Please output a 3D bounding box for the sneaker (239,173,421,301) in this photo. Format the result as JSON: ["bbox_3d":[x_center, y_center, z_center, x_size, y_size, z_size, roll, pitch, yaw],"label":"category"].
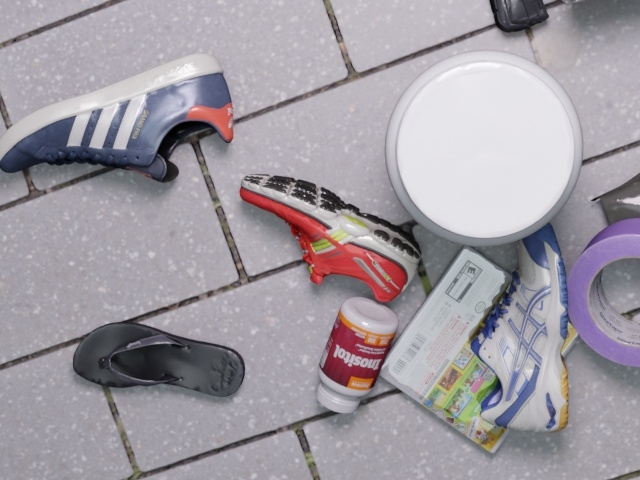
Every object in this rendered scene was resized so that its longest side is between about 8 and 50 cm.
[{"bbox_3d":[0.000,0.000,1.694,0.279,0.107,0.118,28,107,5],"label":"sneaker"}]

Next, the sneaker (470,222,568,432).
[{"bbox_3d":[0.268,0.120,1.639,0.131,0.112,0.297,-1,98,8],"label":"sneaker"}]

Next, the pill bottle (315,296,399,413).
[{"bbox_3d":[0.047,0.163,1.701,0.086,0.086,0.152,21,112,4],"label":"pill bottle"}]

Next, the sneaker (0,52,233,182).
[{"bbox_3d":[-0.284,-0.135,1.693,0.350,0.131,0.148,-20,88,7],"label":"sneaker"}]

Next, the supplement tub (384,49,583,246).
[{"bbox_3d":[0.205,-0.117,1.542,0.241,0.331,0.241,1,95,6],"label":"supplement tub"}]

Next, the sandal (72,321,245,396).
[{"bbox_3d":[-0.237,0.173,1.755,0.254,0.054,0.097,4,96,6],"label":"sandal"}]

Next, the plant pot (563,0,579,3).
[{"bbox_3d":[0.384,-0.413,1.579,0.188,0.167,0.188,-11,95,8],"label":"plant pot"}]

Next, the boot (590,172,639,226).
[{"bbox_3d":[0.476,-0.007,1.662,0.137,0.077,0.198,-28,80,14],"label":"boot"}]

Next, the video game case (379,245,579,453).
[{"bbox_3d":[0.225,0.154,1.720,0.206,0.026,0.227,35,97,2],"label":"video game case"}]

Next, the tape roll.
[{"bbox_3d":[0.431,0.070,1.630,0.189,0.080,0.189,9,111,24],"label":"tape roll"}]

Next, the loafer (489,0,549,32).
[{"bbox_3d":[0.255,-0.396,1.644,0.078,0.076,0.223,-15,98,2],"label":"loafer"}]
